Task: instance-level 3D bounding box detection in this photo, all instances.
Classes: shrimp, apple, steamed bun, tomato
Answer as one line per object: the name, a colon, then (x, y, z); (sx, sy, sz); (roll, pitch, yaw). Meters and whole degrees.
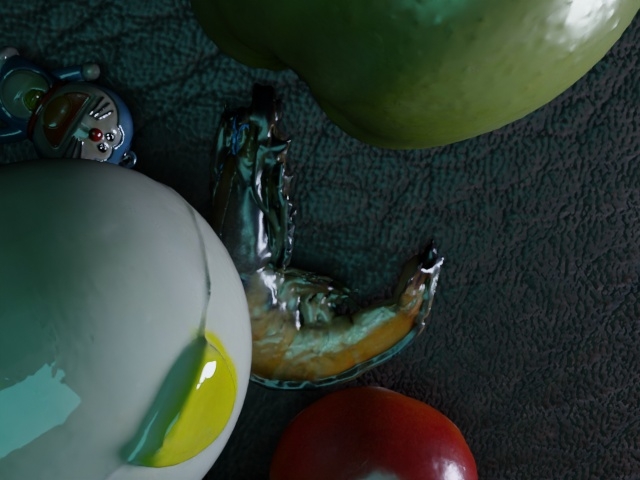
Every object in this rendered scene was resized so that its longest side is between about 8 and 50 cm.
shrimp: (0.000, 0.000, 0.900); (0.222, 0.054, 0.291); (-4, 103, 1)
apple: (0.081, -0.253, 0.797); (0.360, 0.320, 0.311); (-52, 141, 8)
steamed bun: (-0.234, 0.106, 0.781); (0.374, 0.334, 0.334); (-36, 101, 8)
tomato: (0.049, 0.229, 0.913); (0.195, 0.136, 0.195); (0, 104, 0)

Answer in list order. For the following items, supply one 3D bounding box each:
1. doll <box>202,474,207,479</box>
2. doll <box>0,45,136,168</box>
doll: (-0.194, 0.224, 0.951); (0.169, 0.057, 0.109); (-2, 102, 1)
doll: (-0.225, -0.106, 0.862); (0.152, 0.085, 0.114); (33, 85, 3)
